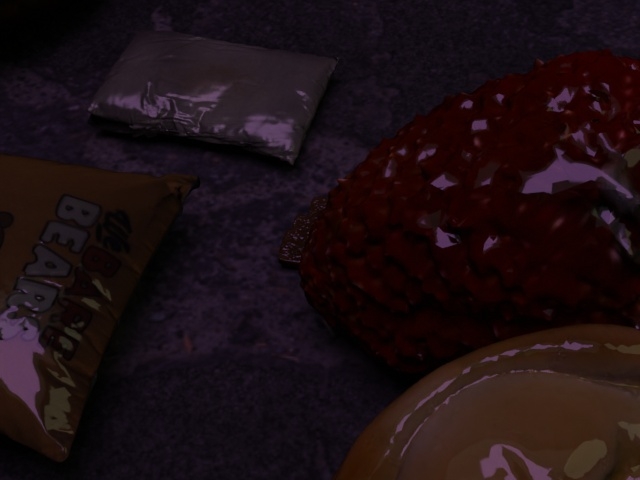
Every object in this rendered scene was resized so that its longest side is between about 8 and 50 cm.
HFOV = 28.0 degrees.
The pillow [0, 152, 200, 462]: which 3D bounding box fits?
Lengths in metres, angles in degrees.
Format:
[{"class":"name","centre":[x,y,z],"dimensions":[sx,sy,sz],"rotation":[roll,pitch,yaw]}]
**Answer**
[{"class":"pillow","centre":[-0.301,0.037,1.140],"dimensions":[0.312,0.119,0.310],"rotation":[9,50,14]}]

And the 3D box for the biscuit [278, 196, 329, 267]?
[{"class":"biscuit","centre":[0.000,0.000,1.208],"dimensions":[0.092,0.016,0.082],"rotation":[-34,61,-19]}]

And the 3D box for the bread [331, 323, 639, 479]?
[{"class":"bread","centre":[0.135,0.191,0.901],"dimensions":[0.316,0.270,0.211],"rotation":[-25,39,-7]}]

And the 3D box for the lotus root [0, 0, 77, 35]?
[{"class":"lotus root","centre":[-0.383,-0.327,1.371],"dimensions":[0.346,0.250,0.250],"rotation":[-27,54,-22]}]

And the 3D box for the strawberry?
[{"class":"strawberry","centre":[0.162,-0.022,1.074],"dimensions":[0.344,0.292,0.292],"rotation":[6,51,28]}]

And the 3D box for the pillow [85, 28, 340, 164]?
[{"class":"pillow","centre":[-0.109,-0.152,1.318],"dimensions":[0.230,0.050,0.148],"rotation":[12,58,11]}]
